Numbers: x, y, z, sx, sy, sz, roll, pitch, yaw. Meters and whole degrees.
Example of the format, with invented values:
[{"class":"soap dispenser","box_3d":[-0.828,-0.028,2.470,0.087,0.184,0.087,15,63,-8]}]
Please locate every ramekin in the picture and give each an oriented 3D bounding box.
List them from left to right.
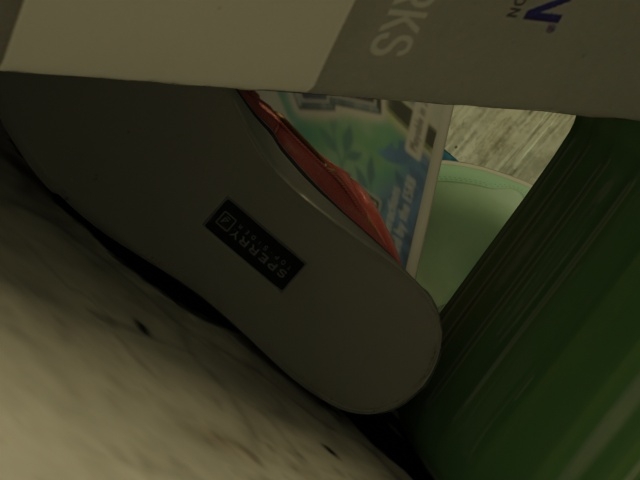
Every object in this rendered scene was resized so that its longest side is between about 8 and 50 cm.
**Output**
[{"class":"ramekin","box_3d":[0.170,0.085,0.563,0.303,0.148,0.303,39,6,-5]}]

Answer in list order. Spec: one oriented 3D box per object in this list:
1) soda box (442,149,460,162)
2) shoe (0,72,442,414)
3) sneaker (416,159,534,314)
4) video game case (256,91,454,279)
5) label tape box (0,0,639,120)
[{"class":"soda box","box_3d":[0.021,-0.070,1.141,0.071,0.067,0.210,42,7,23]},{"class":"shoe","box_3d":[-0.035,-0.020,0.525,0.178,0.063,0.081,44,4,-11]},{"class":"sneaker","box_3d":[0.113,0.036,0.820,0.256,0.094,0.151,42,8,22]},{"class":"video game case","box_3d":[-0.040,-0.174,0.622,0.036,0.329,0.300,-13,-38,43]},{"class":"label tape box","box_3d":[-0.028,-0.150,0.423,0.348,0.115,0.249,0,42,-32]}]
